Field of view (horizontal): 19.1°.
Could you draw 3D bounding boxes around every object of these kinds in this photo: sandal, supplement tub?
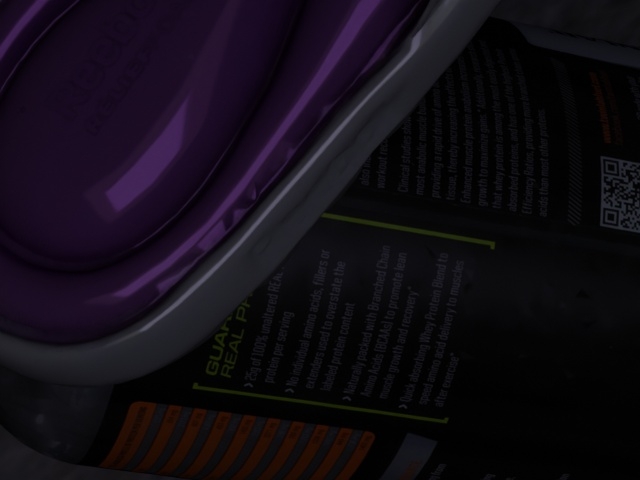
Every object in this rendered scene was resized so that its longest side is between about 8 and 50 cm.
[{"bbox_3d":[0.009,-0.145,0.558,0.169,0.102,0.416,25,84,16],"label":"sandal"},{"bbox_3d":[0.000,0.000,0.721,0.316,0.193,0.193,10,97,-16],"label":"supplement tub"}]
